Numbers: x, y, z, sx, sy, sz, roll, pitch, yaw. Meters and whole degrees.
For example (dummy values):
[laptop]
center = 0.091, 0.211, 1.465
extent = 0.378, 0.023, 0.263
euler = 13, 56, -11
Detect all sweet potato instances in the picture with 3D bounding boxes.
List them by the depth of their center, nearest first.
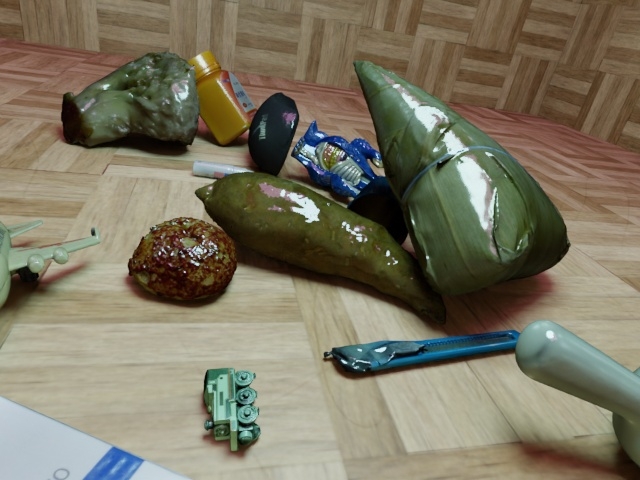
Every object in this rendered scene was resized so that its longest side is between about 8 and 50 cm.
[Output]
[sweet potato]
center = 0.004, -0.002, 0.673
extent = 0.423, 0.130, 0.130
euler = 26, 30, 8

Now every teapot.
[teapot]
center = 0.359, 0.183, 0.408
extent = 0.319, 0.149, 0.220
euler = 2, 27, -18

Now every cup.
[cup]
center = 0.129, -0.045, 0.807
extent = 0.150, 0.113, 0.138
euler = 26, 28, 6

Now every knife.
[knife]
center = 0.148, 0.136, 0.556
extent = 0.297, 0.026, 0.044
euler = -2, 18, -22

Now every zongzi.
[zongzi]
center = 0.239, -0.108, 0.723
extent = 0.356, 0.174, 0.392
euler = 4, 56, -48

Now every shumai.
[shumai]
center = -0.459, -0.341, 1.037
extent = 0.283, 0.216, 0.346
euler = -6, 35, -31

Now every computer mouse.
[computer mouse]
center = -0.124, -0.269, 1.069
extent = 0.100, 0.170, 0.269
euler = 20, 22, -15

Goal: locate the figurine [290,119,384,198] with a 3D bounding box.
[figurine]
center = 0.055, -0.166, 1.014
extent = 0.262, 0.120, 0.164
euler = 41, 61, 9

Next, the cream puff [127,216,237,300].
[cream puff]
center = -0.186, 0.018, 0.598
extent = 0.149, 0.084, 0.149
euler = 8, 26, -4

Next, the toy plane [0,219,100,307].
[toy plane]
center = -0.380, 0.023, 0.496
extent = 0.242, 0.104, 0.256
euler = -5, 31, -33

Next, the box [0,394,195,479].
[box]
center = -0.231, 0.233, 0.189
extent = 0.200, 0.065, 0.343
euler = 17, 28, 11

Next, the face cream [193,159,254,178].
[face cream]
center = -0.214, -0.153, 0.965
extent = 0.130, 0.034, 0.034
euler = 6, 28, -7

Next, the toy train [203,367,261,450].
[toy train]
center = -0.086, 0.160, 0.418
extent = 0.053, 0.033, 0.083
euler = -2, 30, -12

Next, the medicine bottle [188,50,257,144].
[medicine bottle]
center = -0.272, -0.386, 1.178
extent = 0.112, 0.222, 0.149
euler = -28, 17, 19
